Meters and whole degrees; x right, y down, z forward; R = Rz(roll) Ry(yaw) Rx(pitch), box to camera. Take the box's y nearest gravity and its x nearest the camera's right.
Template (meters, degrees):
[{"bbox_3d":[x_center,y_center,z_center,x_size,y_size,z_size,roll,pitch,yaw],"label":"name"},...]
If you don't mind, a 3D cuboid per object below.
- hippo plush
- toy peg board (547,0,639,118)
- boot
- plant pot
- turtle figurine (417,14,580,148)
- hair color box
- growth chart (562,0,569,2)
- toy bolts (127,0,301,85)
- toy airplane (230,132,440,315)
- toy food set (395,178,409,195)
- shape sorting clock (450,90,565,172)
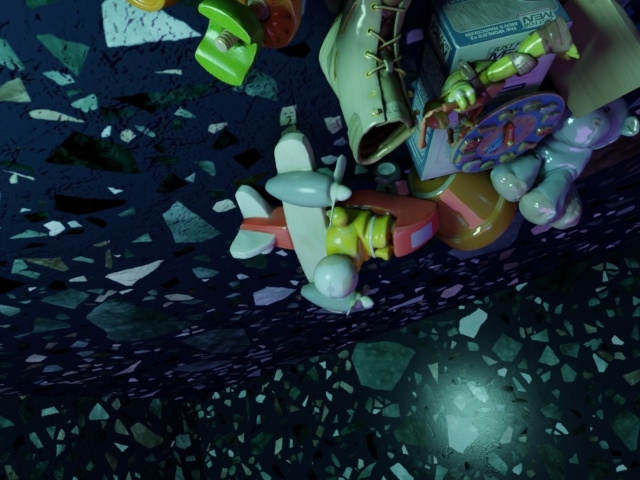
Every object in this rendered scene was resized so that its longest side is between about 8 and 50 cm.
[{"bbox_3d":[0.509,-0.173,1.004,0.294,0.235,0.236,-4,152,-31],"label":"hippo plush"},{"bbox_3d":[0.432,-0.300,0.772,0.079,0.161,0.160,-34,180,-15],"label":"toy peg board"},{"bbox_3d":[0.083,-0.243,0.645,0.095,0.204,0.262,-2,154,-25],"label":"boot"},{"bbox_3d":[0.296,-0.107,1.109,0.205,0.205,0.187,-32,135,32],"label":"plant pot"},{"bbox_3d":[0.224,-0.213,0.687,0.217,0.087,0.269,-30,174,21],"label":"turtle figurine"},{"bbox_3d":[0.259,-0.251,0.855,0.173,0.105,0.347,-15,156,-4],"label":"hair color box"},{"bbox_3d":[0.444,-0.421,0.703,0.171,0.021,0.237,6,148,-38],"label":"growth chart"},{"bbox_3d":[-0.100,-0.322,0.521,0.218,0.159,0.228,34,154,-6],"label":"toy bolts"},{"bbox_3d":[0.000,0.000,1.014,0.386,0.273,0.384,25,130,-27],"label":"toy airplane"},{"bbox_3d":[0.179,-0.122,1.191,0.083,0.020,0.083,-16,156,0],"label":"toy food set"},{"bbox_3d":[0.322,-0.180,0.869,0.206,0.040,0.206,-14,156,-6],"label":"shape sorting clock"}]
